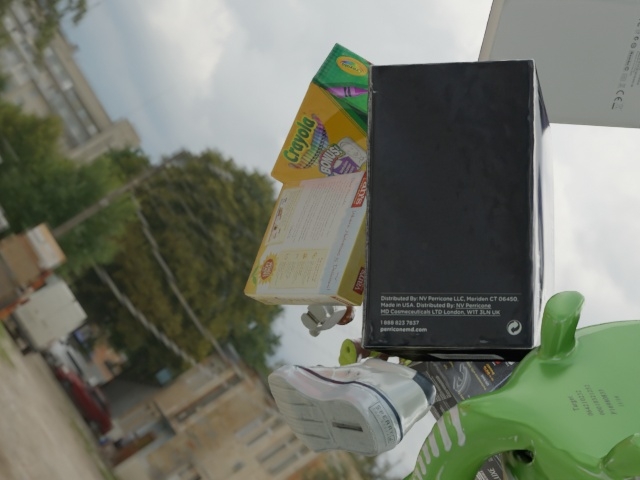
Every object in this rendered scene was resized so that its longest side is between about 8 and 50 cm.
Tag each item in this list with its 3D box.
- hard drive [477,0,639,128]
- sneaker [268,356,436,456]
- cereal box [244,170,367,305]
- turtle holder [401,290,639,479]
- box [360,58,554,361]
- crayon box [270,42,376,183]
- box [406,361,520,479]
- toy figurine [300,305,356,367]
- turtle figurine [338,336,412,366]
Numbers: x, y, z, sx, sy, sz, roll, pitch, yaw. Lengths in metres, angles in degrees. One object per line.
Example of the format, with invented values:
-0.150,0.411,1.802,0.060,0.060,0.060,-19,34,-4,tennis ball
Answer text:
0.391,-0.272,1.707,0.040,0.319,0.210,-112,-151,-56,hard drive
0.031,0.164,1.176,0.258,0.091,0.094,3,-64,63,sneaker
0.000,0.000,1.508,0.047,0.173,0.240,28,-16,-29,cereal box
0.243,0.195,0.906,0.243,0.320,0.227,38,-44,44,turtle holder
0.162,-0.018,1.267,0.296,0.183,0.294,29,61,-74,box
0.042,-0.140,1.632,0.165,0.081,0.278,31,-28,0,crayon box
0.296,0.242,1.659,0.307,0.242,0.076,56,-34,-1,box
0.082,0.181,1.944,0.148,0.210,0.213,-2,85,-62,toy figurine
0.148,0.178,1.693,0.269,0.217,0.087,54,-47,26,turtle figurine
